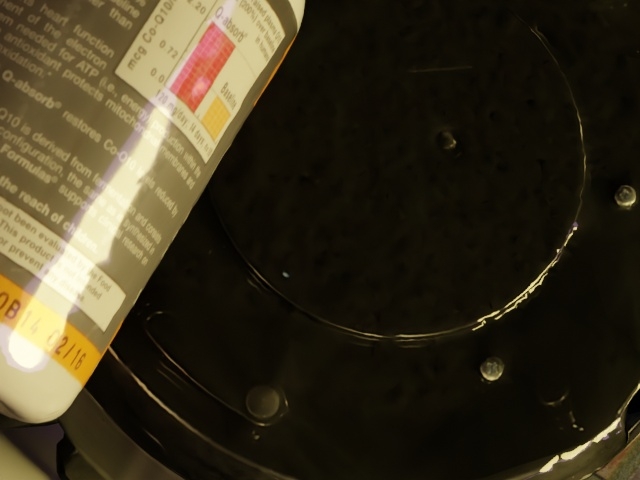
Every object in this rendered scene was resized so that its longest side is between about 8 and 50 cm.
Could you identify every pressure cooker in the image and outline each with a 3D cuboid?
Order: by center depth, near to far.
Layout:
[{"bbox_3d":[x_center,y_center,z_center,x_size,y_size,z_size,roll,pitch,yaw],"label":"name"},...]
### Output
[{"bbox_3d":[0.000,0.006,0.997,0.375,0.370,0.420,-62,180,-16],"label":"pressure cooker"}]

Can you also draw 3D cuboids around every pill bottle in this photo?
[{"bbox_3d":[-0.104,-0.080,0.705,0.278,0.162,0.162,-59,175,-13],"label":"pill bottle"}]

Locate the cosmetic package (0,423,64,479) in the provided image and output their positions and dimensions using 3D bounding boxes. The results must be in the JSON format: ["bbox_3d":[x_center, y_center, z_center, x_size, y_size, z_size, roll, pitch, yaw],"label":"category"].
[{"bbox_3d":[-0.207,0.193,1.085,0.156,0.217,0.385,-50,-177,8],"label":"cosmetic package"}]
